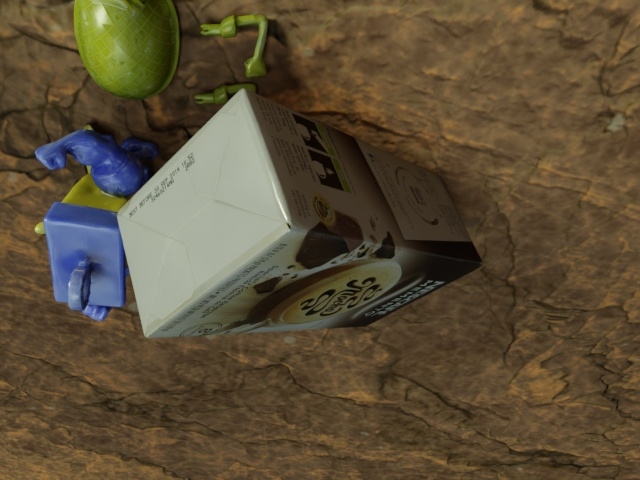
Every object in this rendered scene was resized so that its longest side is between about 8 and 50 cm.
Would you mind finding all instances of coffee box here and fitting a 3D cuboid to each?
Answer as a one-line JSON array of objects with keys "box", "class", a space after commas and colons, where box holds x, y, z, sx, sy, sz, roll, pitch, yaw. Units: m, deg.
[{"box": [0.000, 0.000, 0.489, 0.168, 0.119, 0.297, -35, 154, 31], "class": "coffee box"}]

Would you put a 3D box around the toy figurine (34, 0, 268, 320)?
[{"box": [-0.173, -0.033, 0.506, 0.191, 0.217, 0.362, 15, 132, -7], "class": "toy figurine"}]
